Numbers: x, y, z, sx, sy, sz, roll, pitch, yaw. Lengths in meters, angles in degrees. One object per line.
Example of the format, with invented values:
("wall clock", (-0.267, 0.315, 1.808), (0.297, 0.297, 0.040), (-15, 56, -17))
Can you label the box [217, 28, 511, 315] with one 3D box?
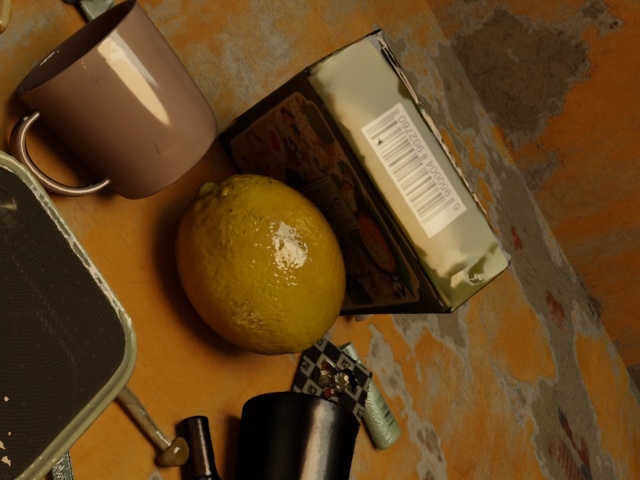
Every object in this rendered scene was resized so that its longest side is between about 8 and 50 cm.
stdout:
("box", (0.044, -0.072, 1.281), (0.138, 0.420, 0.373), (-35, 99, -23))

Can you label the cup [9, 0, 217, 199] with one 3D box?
("cup", (-0.273, -0.153, 1.095), (0.253, 0.191, 0.200), (-51, 121, -24))

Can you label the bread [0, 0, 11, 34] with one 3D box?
("bread", (-0.434, -0.296, 1.016), (0.122, 0.073, 0.149), (31, 46, -48))

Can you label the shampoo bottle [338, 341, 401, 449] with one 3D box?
("shampoo bottle", (0.081, 0.269, 1.482), (0.069, 0.041, 0.191), (-33, 98, -52))

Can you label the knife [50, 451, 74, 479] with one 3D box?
("knife", (-0.295, 0.201, 0.932), (0.028, 0.015, 0.210), (-6, 85, -55))

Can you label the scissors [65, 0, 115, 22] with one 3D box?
("scissors", (-0.317, -0.317, 1.260), (0.384, 0.029, 0.256), (62, 31, -11))

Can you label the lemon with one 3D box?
("lemon", (-0.083, 0.035, 1.200), (0.263, 0.236, 0.236), (28, 44, -20))

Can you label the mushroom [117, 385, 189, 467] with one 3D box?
("mushroom", (-0.267, 0.182, 1.003), (0.306, 0.043, 0.068), (43, 18, -31))

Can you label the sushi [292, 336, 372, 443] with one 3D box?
("sushi", (0.008, 0.259, 1.381), (0.139, 0.031, 0.201), (37, 39, -14))

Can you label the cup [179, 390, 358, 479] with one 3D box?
("cup", (-0.076, 0.316, 1.148), (0.166, 0.239, 0.177), (98, 1, -56))

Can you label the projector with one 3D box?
("projector", (-0.350, 0.097, 0.717), (0.248, 0.249, 0.249), (59, 30, -14))

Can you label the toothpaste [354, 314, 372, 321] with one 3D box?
("toothpaste", (0.000, 0.000, 1.520), (0.323, 0.066, 0.100), (56, 33, -9))
